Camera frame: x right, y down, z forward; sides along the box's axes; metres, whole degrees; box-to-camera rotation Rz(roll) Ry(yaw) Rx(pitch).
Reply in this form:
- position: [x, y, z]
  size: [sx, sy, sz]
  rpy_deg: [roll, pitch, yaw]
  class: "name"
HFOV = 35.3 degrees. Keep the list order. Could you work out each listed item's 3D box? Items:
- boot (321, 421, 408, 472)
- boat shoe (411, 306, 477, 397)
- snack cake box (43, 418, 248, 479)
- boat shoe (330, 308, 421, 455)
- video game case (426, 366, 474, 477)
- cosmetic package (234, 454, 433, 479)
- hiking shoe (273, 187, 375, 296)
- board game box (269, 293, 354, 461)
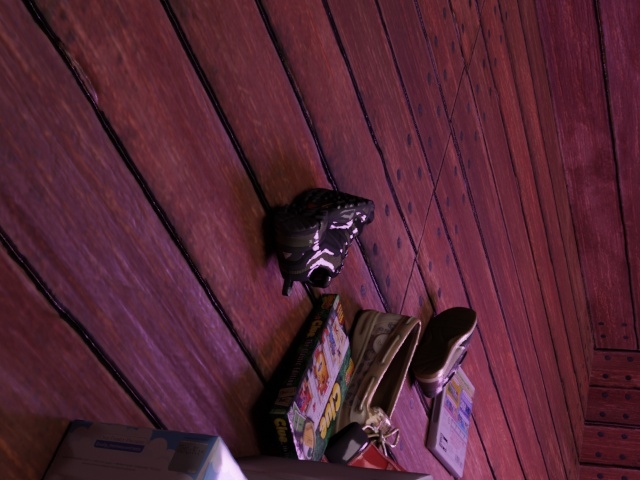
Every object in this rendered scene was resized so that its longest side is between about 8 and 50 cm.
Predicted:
- position: [0.007, 0.369, 1.343]
  size: [0.176, 0.088, 0.244]
  rpy_deg: [46, 69, -9]
  class: "boot"
- position: [0.228, 0.204, 1.850]
  size: [0.223, 0.080, 0.073]
  rpy_deg: [-48, 140, -49]
  class: "boat shoe"
- position: [-0.125, 0.277, 0.920]
  size: [0.264, 0.152, 0.089]
  rpy_deg: [68, 32, -43]
  class: "snack cake box"
- position: [0.078, 0.230, 1.472]
  size: [0.104, 0.089, 0.285]
  rpy_deg: [56, 42, -54]
  class: "boat shoe"
- position: [0.260, 0.347, 1.991]
  size: [0.212, 0.023, 0.193]
  rpy_deg: [52, 44, -55]
  class: "video game case"
- position: [-0.015, 0.477, 1.093]
  size: [0.161, 0.230, 0.453]
  rpy_deg: [18, 75, -67]
  class: "cosmetic package"
- position: [0.000, 0.000, 1.317]
  size: [0.227, 0.086, 0.114]
  rpy_deg: [-23, 125, -59]
  class: "hiking shoe"
- position: [-0.006, 0.196, 1.321]
  size: [0.259, 0.030, 0.136]
  rpy_deg: [-64, 150, -55]
  class: "board game box"
